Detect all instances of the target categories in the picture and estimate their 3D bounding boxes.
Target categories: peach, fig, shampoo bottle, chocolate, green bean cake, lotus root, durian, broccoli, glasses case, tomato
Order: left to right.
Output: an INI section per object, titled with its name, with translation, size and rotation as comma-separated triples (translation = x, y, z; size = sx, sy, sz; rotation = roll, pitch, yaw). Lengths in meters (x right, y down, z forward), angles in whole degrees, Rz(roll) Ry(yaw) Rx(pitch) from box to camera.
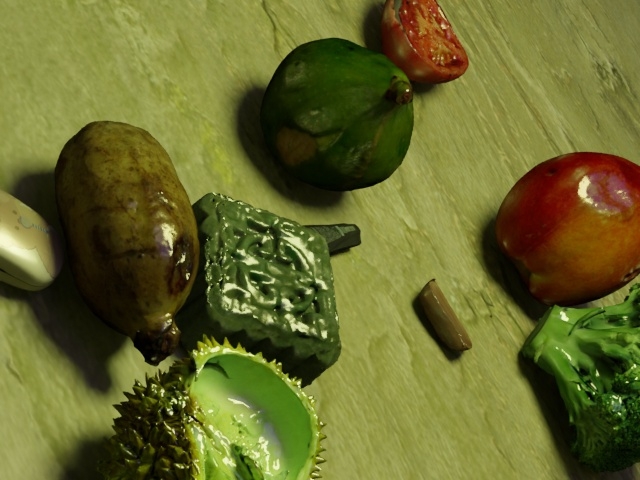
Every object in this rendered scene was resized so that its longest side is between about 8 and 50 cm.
[glasses case]
translation = -0.326, -0.021, 1.312
size = 0.204, 0.051, 0.081
rotation = 31, 42, -30
[lotus root]
translation = -0.185, 0.000, 1.386
size = 0.128, 0.145, 0.260
rotation = -10, 64, -13
[durian]
translation = -0.100, 0.215, 1.267
size = 0.200, 0.176, 0.237
rotation = 30, 45, -46
[green bean cake]
translation = -0.071, 0.053, 1.526
size = 0.185, 0.094, 0.183
rotation = 21, 46, -31
[shampoo bottle]
translation = 0.000, 0.000, 1.704
size = 0.048, 0.027, 0.137
rotation = 50, 32, 19
[fig]
translation = 0.041, -0.159, 1.711
size = 0.195, 0.245, 0.195
rotation = 15, 65, -35
[tomato]
translation = 0.131, -0.292, 2.067
size = 0.166, 0.082, 0.174
rotation = 59, 30, 1
[chocolate]
translation = 0.155, 0.099, 1.799
size = 0.101, 0.031, 0.064
rotation = 58, 16, 0
[peach]
translation = 0.359, -0.027, 1.969
size = 0.243, 0.243, 0.199
rotation = 10, 31, -45
[broccoli]
translation = 0.391, 0.172, 1.873
size = 0.241, 0.261, 0.269
rotation = 32, 74, 8
